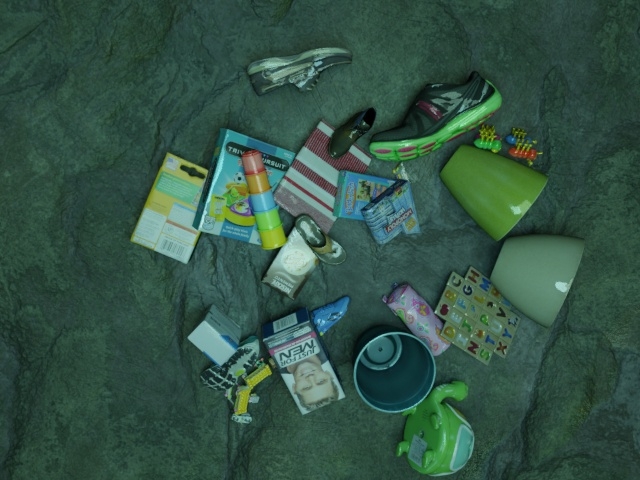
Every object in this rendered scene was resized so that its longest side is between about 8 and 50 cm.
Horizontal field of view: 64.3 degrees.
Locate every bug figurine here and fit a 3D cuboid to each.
[{"bbox_3d":[0.637,-0.334,1.743,0.216,0.279,0.072,14,116,12],"label":"bug figurine"}]

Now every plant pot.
[{"bbox_3d":[0.566,-0.193,1.748,0.293,0.275,0.275,37,92,8],"label":"plant pot"},{"bbox_3d":[0.228,0.413,1.771,0.271,0.255,0.272,-1,97,-6],"label":"plant pot"}]

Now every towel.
[{"bbox_3d":[0.007,-0.215,1.750,0.237,0.037,0.329,34,83,-18],"label":"towel"}]

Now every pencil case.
[{"bbox_3d":[0.355,0.282,1.840,0.124,0.124,0.284,-42,98,1],"label":"pencil case"}]

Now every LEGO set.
[{"bbox_3d":[-0.258,0.509,1.835,0.132,0.107,0.287,30,88,-43],"label":"LEGO set"}]

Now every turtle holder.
[{"bbox_3d":[0.432,0.686,1.858,0.227,0.243,0.320,19,54,-22],"label":"turtle holder"}]

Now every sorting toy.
[{"bbox_3d":[0.290,-0.232,1.792,0.045,0.075,0.083,-24,98,-2],"label":"sorting toy"}]

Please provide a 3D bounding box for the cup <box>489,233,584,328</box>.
[{"bbox_3d":[0.736,0.107,1.779,0.237,0.331,0.331,22,95,19],"label":"cup"}]

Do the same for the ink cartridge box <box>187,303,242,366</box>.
[{"bbox_3d":[-0.354,0.317,1.732,0.148,0.203,0.086,44,93,-8],"label":"ink cartridge box"}]

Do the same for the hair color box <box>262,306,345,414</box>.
[{"bbox_3d":[-0.056,0.423,1.778,0.174,0.105,0.347,-23,113,1],"label":"hair color box"}]

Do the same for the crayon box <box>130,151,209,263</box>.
[{"bbox_3d":[-0.480,-0.109,1.730,0.203,0.083,0.323,24,95,-8],"label":"crayon box"}]

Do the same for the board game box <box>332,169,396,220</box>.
[{"bbox_3d":[0.154,-0.148,1.767,0.210,0.047,0.160,7,96,-29],"label":"board game box"}]

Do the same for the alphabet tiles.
[{"bbox_3d":[0.576,0.273,1.853,0.342,0.011,0.285,33,73,-14],"label":"alphabet tiles"}]

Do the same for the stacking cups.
[{"bbox_3d":[-0.191,-0.129,1.645,0.096,0.096,0.316,-17,112,-3],"label":"stacking cups"}]

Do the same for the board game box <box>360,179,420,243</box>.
[{"bbox_3d":[0.262,-0.078,1.777,0.194,0.060,0.194,-39,116,-18],"label":"board game box"}]

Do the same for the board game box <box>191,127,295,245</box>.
[{"bbox_3d":[-0.254,-0.171,1.698,0.254,0.079,0.336,14,96,-32],"label":"board game box"}]

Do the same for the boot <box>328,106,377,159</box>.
[{"bbox_3d":[0.106,-0.366,1.698,0.082,0.106,0.219,41,62,-14],"label":"boot"}]

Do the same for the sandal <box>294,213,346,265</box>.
[{"bbox_3d":[0.000,0.000,1.701,0.090,0.060,0.219,-40,99,-3],"label":"sandal"}]

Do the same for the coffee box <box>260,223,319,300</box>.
[{"bbox_3d":[-0.086,0.067,1.779,0.141,0.098,0.246,31,92,-8],"label":"coffee box"}]

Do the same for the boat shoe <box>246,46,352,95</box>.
[{"bbox_3d":[-0.064,-0.561,1.707,0.355,0.132,0.130,-9,107,4],"label":"boat shoe"}]

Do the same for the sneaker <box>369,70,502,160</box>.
[{"bbox_3d":[0.374,-0.422,1.751,0.483,0.185,0.202,-26,80,-5],"label":"sneaker"}]

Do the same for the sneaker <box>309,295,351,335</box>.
[{"bbox_3d":[0.018,0.264,1.826,0.209,0.069,0.082,-43,103,2],"label":"sneaker"}]

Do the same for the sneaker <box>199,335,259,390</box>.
[{"bbox_3d":[-0.311,0.436,1.800,0.275,0.110,0.107,-38,106,19],"label":"sneaker"}]
